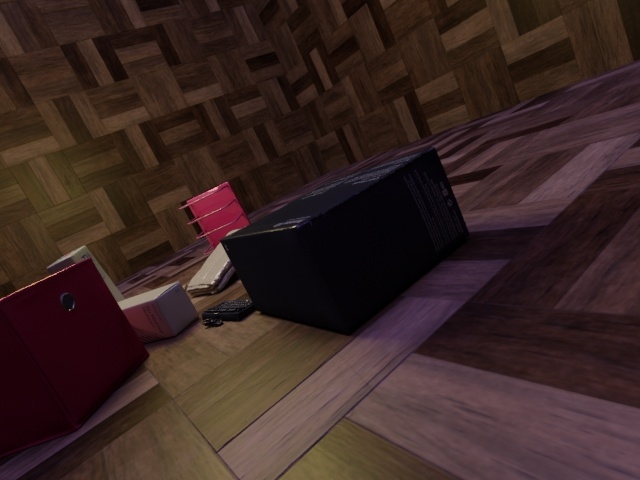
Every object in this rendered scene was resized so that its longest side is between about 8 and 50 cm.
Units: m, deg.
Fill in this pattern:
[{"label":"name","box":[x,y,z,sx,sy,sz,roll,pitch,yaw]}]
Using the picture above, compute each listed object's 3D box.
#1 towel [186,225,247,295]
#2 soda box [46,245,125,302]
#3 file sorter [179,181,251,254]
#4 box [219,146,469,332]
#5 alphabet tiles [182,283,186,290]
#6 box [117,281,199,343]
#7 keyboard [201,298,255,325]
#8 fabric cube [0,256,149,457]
[{"label":"towel","box":[-0.310,0.062,1.341,0.187,0.049,0.282,-11,39,46]},{"label":"soda box","box":[-0.723,0.167,1.314,0.091,0.286,0.098,-25,19,7]},{"label":"file sorter","box":[-0.419,-0.060,1.705,0.202,0.290,0.182,-24,15,8]},{"label":"box","box":[0.030,-0.004,0.783,0.313,0.178,0.343,-31,12,-29]},{"label":"alphabet tiles","box":[-0.569,0.225,1.443,0.198,0.009,0.237,-28,11,-11]},{"label":"box","box":[-0.457,0.201,1.069,0.275,0.113,0.094,-20,13,31]},{"label":"keyboard","box":[-0.217,0.163,0.949,0.180,0.023,0.108,-13,17,49]},{"label":"fabric cube","box":[-0.562,0.225,0.818,0.259,0.258,0.254,-23,11,12]}]
